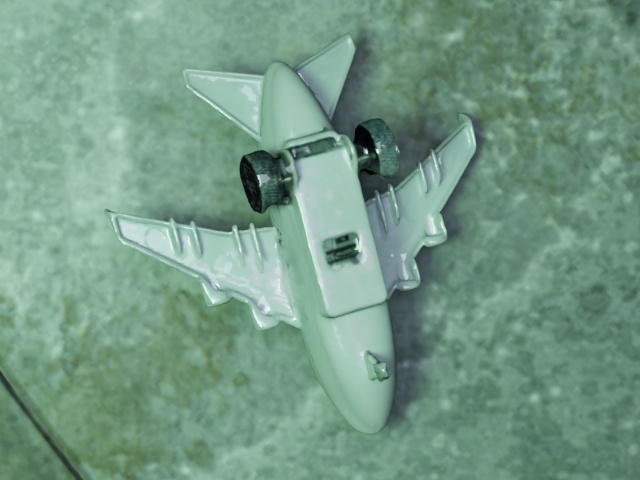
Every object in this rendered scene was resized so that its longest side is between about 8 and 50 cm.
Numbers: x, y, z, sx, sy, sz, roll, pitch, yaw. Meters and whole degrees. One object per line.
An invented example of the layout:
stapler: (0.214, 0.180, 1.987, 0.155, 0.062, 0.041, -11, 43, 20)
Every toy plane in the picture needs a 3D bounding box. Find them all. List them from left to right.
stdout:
toy plane: (0.001, -0.001, 1.139, 0.251, 0.101, 0.255, -15, 86, -17)
